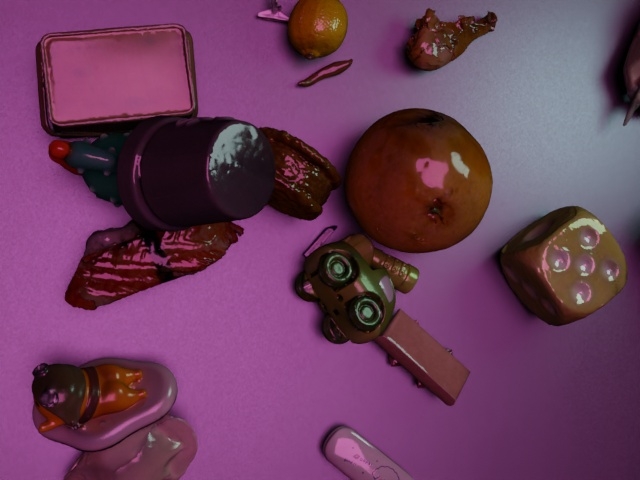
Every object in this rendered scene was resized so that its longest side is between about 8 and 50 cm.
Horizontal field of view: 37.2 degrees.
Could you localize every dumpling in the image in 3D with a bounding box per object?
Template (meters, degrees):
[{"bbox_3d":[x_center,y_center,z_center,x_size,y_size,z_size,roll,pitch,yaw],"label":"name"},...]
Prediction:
[{"bbox_3d":[-0.320,0.390,1.630,0.216,0.126,0.166,-43,122,-24],"label":"dumpling"}]

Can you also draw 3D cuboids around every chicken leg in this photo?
[{"bbox_3d":[0.245,-0.392,1.797,0.207,0.085,0.101,-28,84,-21],"label":"chicken leg"}]

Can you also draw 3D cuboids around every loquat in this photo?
[{"bbox_3d":[0.174,-0.103,1.697,0.263,0.263,0.263,0,89,-14],"label":"loquat"}]

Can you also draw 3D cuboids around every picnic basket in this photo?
[{"bbox_3d":[-0.345,-0.267,1.617,0.266,0.139,0.165,-8,91,-14],"label":"picnic basket"}]

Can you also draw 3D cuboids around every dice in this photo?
[{"bbox_3d":[0.456,0.047,1.789,0.169,0.166,0.169,-36,96,-11],"label":"dice"}]

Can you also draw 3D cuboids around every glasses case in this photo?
[{"bbox_3d":[0.187,0.214,1.781,0.193,0.070,0.102,42,52,-7],"label":"glasses case"},{"bbox_3d":[0.090,0.420,1.753,0.197,0.049,0.076,41,80,-9],"label":"glasses case"}]

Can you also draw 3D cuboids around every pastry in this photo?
[{"bbox_3d":[-0.060,-0.113,1.658,0.188,0.188,0.103,34,79,-11],"label":"pastry"}]

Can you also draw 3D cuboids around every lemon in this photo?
[{"bbox_3d":[-0.005,-0.386,1.718,0.109,0.109,0.133,14,77,-13],"label":"lemon"}]

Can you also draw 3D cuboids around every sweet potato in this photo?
[{"bbox_3d":[0.008,-0.309,1.763,0.115,0.026,0.026,-27,95,-8],"label":"sweet potato"}]

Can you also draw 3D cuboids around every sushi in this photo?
[{"bbox_3d":[-0.286,0.013,1.634,0.332,0.130,0.124,-20,112,-8],"label":"sushi"}]

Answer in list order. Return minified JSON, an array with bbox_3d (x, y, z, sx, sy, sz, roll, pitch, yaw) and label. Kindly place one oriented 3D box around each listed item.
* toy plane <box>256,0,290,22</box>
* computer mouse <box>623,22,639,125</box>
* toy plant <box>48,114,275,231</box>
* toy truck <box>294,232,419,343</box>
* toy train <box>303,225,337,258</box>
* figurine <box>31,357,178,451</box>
[{"bbox_3d":[-0.082,-0.544,1.706,0.181,0.107,0.273,22,88,-7],"label":"toy plane"},{"bbox_3d":[0.704,-0.386,1.891,0.199,0.115,0.389,33,92,-21],"label":"computer mouse"},{"bbox_3d":[-0.254,-0.111,1.530,0.279,0.400,0.185,-30,114,-44],"label":"toy plant"},{"bbox_3d":[0.065,0.070,1.716,0.187,0.148,0.210,43,59,-6],"label":"toy truck"},{"bbox_3d":[0.000,0.000,1.758,0.017,0.017,0.083,42,80,-2],"label":"toy train"},{"bbox_3d":[-0.373,0.238,1.563,0.249,0.141,0.167,-19,54,-5],"label":"figurine"}]
